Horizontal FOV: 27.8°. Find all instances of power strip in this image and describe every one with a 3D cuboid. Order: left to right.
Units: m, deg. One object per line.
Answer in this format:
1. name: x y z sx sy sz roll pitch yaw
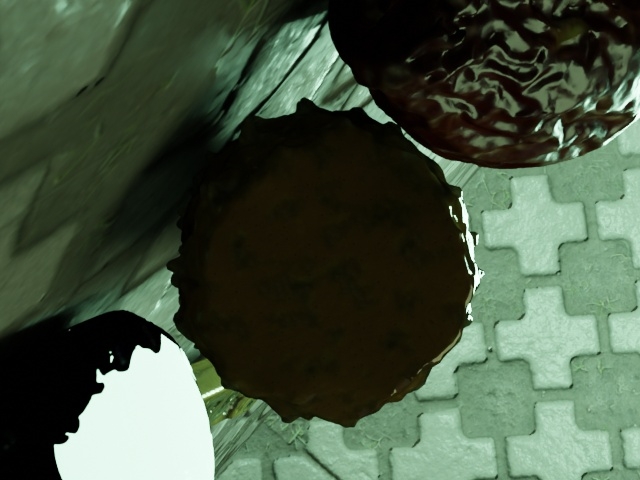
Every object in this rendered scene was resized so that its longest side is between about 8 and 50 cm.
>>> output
1. power strip: -0.103 0.131 1.064 0.064 0.044 0.305 -52 169 15

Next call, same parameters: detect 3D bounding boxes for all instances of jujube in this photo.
1. jujube: 0.092 -0.116 0.658 0.236 0.168 0.168 -8 140 -56

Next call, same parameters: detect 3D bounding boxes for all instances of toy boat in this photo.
1. toy boat: -0.146 0.123 0.614 0.092 0.134 0.299 -19 -177 18

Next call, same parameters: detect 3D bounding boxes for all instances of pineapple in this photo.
1. pineapple: 0.000 0.000 0.709 0.158 0.158 0.279 -50 -174 5
